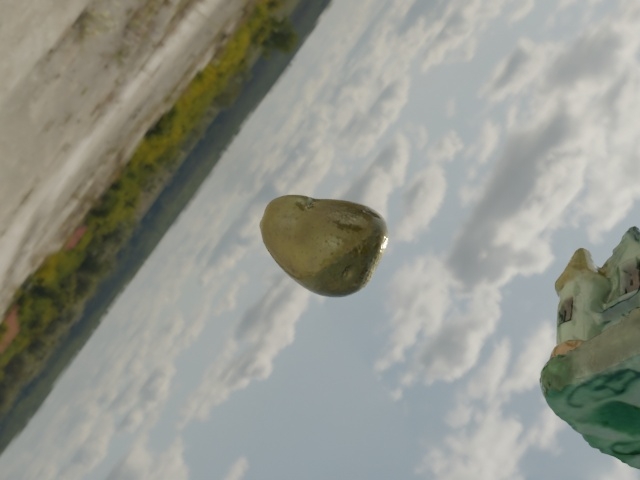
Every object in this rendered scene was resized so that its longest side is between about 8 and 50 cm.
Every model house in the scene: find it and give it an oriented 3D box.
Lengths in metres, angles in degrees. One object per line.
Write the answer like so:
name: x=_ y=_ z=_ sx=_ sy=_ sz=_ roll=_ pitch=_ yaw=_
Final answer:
model house: x=0.384 y=0.041 z=1.078 sx=0.267 sy=0.194 sz=0.324 roll=-35 pitch=-152 yaw=41

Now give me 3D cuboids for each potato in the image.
potato: x=0.000 y=0.000 z=1.490 sx=0.157 sy=0.194 sz=0.157 roll=-62 pitch=170 yaw=-20
